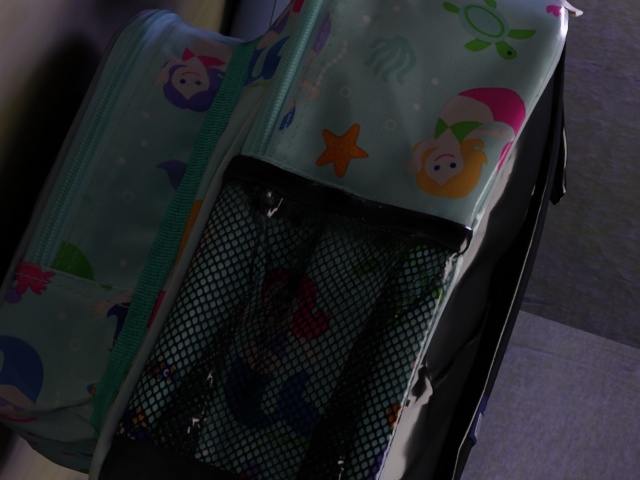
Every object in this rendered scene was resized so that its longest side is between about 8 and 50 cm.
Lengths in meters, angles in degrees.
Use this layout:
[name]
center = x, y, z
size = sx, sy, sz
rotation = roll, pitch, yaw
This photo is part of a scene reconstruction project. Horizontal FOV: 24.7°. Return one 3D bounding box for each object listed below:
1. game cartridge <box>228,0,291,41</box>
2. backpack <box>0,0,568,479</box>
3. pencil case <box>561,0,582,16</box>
[game cartridge]
center = 0.002, -0.139, 0.875
size = 0.297, 0.062, 0.198
rotation = -63, 173, -58
[backpack]
center = -0.006, 0.009, 0.561
size = 0.253, 0.191, 0.225
rotation = -63, 175, -14
[pencil case]
center = 0.222, -0.425, 1.413
size = 0.160, 0.184, 0.410
rotation = -39, 146, -79
